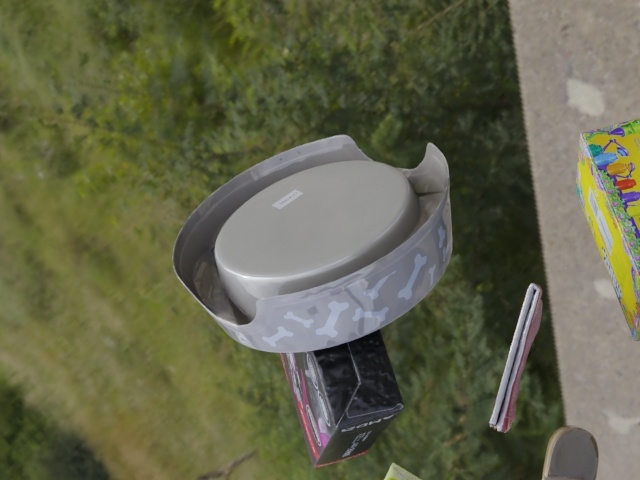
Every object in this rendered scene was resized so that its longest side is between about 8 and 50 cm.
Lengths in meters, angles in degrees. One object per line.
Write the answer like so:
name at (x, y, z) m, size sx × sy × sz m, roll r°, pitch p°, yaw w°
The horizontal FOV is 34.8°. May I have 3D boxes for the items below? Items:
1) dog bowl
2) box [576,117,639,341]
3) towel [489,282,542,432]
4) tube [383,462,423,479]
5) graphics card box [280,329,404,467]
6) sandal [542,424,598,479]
dog bowl at (0.000, 0.000, 1.233) m, size 0.349 × 0.349 × 0.102 m, roll 13°, pitch 134°, yaw 45°
box at (0.572, -0.039, 1.557) m, size 0.177 × 0.279 × 0.290 m, roll 71°, pitch -174°, yaw -58°
towel at (0.330, 0.195, 1.691) m, size 0.037 × 0.237 × 0.329 m, roll 15°, pitch 176°, yaw 13°
tube at (0.121, 0.528, 1.966) m, size 0.062 × 0.240 × 0.070 m, roll -21°, pitch 106°, yaw 45°
graphics card box at (0.011, 0.159, 1.349) m, size 0.371 × 0.094 × 0.232 m, roll 107°, pitch 148°, yaw -70°
sandal at (0.283, 0.344, 1.262) m, size 0.088 × 0.240 × 0.079 m, roll 16°, pitch 178°, yaw -3°
